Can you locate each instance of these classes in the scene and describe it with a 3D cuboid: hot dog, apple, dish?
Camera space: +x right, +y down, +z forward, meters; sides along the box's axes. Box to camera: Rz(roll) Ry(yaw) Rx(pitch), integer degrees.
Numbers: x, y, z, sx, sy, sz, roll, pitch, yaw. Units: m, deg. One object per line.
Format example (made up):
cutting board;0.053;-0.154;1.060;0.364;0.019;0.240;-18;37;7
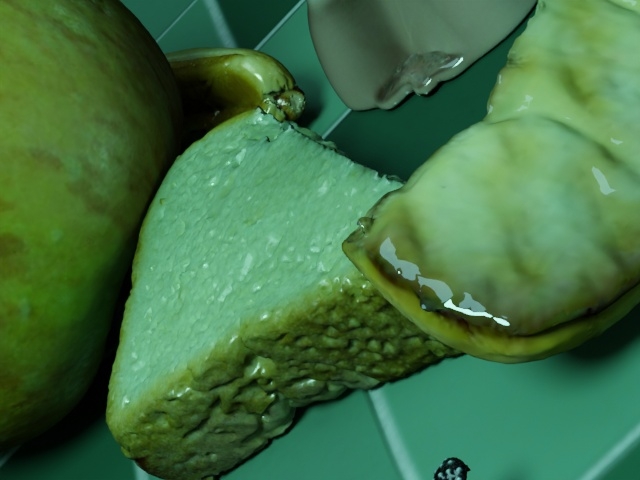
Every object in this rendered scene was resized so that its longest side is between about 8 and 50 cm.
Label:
hot dog;-0.091;-0.107;1.246;0.076;0.102;0.249;-16;7;-35
apple;-0.289;-0.036;1.120;0.400;0.333;0.400;-160;90;-80
dish;0.067;-0.196;1.099;0.213;0.090;0.213;-37;28;23

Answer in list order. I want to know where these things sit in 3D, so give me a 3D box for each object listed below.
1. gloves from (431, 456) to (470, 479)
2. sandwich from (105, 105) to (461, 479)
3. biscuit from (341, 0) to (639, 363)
gloves;0.024;0.178;0.676;0.180;0.106;0.129;-33;12;-39
sandwich;-0.004;-0.003;0.938;0.288;0.099;0.254;-30;32;37
biscuit;0.138;-0.054;0.776;0.154;0.045;0.299;21;55;28
